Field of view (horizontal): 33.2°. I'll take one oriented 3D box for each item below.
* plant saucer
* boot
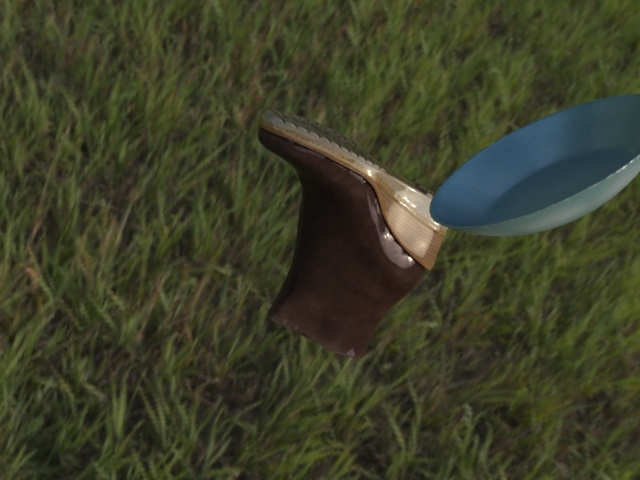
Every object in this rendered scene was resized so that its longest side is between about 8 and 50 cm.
[{"bbox_3d":[0.179,-0.049,0.823,0.037,0.195,0.195,61,37,-17],"label":"plant saucer"},{"bbox_3d":[0.000,0.000,1.120,0.248,0.206,0.090,29,13,-21],"label":"boot"}]
